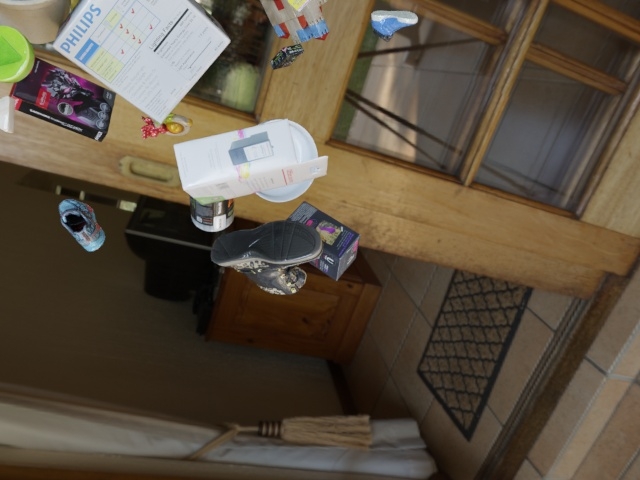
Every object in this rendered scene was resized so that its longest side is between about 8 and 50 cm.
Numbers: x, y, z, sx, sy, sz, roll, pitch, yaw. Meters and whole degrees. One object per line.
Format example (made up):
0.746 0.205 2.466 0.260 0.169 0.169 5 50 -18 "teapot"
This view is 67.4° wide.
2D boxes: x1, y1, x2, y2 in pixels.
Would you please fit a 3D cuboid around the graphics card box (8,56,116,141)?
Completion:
-1.071 -0.591 2.009 0.094 0.370 0.233 -27 53 42 "graphics card box"

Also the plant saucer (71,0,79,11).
-0.868 -0.885 1.588 0.037 0.240 0.241 -38 -32 -71 "plant saucer"

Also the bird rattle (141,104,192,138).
-0.711 -0.533 2.224 0.253 0.206 0.143 -34 52 46 "bird rattle"

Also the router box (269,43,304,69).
-0.136 -0.741 1.937 0.122 0.092 0.038 -18 98 54 "router box"

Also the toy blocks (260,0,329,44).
-0.094 -0.922 1.929 0.190 0.261 0.381 -42 31 -21 "toy blocks"

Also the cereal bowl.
-0.187 -0.339 2.013 0.141 0.338 0.340 32 109 60 "cereal bowl"

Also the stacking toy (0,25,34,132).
-0.838 -0.403 1.198 0.130 0.279 0.309 -64 -13 -88 "stacking toy"

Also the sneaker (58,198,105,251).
-0.849 -0.081 1.678 0.104 0.261 0.125 -42 -29 -14 "sneaker"

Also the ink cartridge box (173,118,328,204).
-0.165 -0.202 1.224 0.207 0.352 0.119 99 158 -84 "ink cartridge box"

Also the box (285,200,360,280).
0.000 0.000 1.848 0.143 0.270 0.165 -47 -20 -29 "box"

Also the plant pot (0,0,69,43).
-0.856 -0.744 1.379 0.305 0.333 0.334 156 125 -67 "plant pot"

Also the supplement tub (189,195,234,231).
-0.464 -0.205 2.055 0.316 0.193 0.194 102 169 -49 "supplement tub"

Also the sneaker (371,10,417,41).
0.236 -0.678 1.527 0.085 0.152 0.058 80 -149 -46 "sneaker"

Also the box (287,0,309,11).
-0.015 -0.793 1.310 0.213 0.117 0.243 -29 38 39 "box"

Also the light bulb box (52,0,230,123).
-0.538 -0.629 1.464 0.358 0.361 0.225 -44 40 13 "light bulb box"

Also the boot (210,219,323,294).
-0.123 0.068 1.530 0.376 0.284 0.138 -9 60 23 "boot"
